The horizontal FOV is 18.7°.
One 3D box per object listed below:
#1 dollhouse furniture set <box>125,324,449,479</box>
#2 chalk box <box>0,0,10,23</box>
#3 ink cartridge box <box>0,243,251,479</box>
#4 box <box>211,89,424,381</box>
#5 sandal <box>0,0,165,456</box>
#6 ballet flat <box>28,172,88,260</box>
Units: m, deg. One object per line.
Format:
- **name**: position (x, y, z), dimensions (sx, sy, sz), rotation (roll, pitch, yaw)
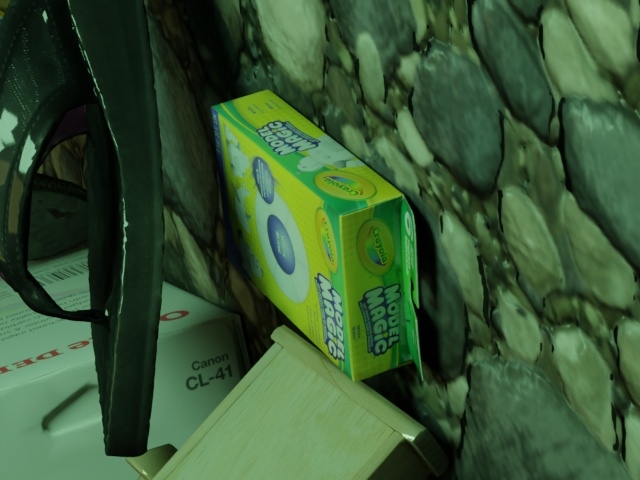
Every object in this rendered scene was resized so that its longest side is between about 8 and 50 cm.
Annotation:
- **dollhouse furniture set**: position (0.035, 0.229, 1.139), dimensions (0.303, 0.174, 0.355), rotation (35, 168, 37)
- **chalk box**: position (-0.263, -0.179, 1.270), dimensions (0.180, 0.179, 0.289), rotation (29, 148, 42)
- **ink cartridge box**: position (-0.203, 0.110, 1.351), dimensions (0.306, 0.226, 0.131), rotation (22, 127, 62)
- **box**: position (0.000, 0.000, 1.043), dimensions (0.179, 0.043, 0.105), rotation (38, 141, 51)
- **sandal**: position (-0.155, -0.095, 1.112), dimensions (0.167, 0.107, 0.446), rotation (132, 132, -75)
- **ballet flat**: position (-0.254, -0.034, 1.374), dimensions (0.084, 0.250, 0.058), rotation (-46, 57, 28)
